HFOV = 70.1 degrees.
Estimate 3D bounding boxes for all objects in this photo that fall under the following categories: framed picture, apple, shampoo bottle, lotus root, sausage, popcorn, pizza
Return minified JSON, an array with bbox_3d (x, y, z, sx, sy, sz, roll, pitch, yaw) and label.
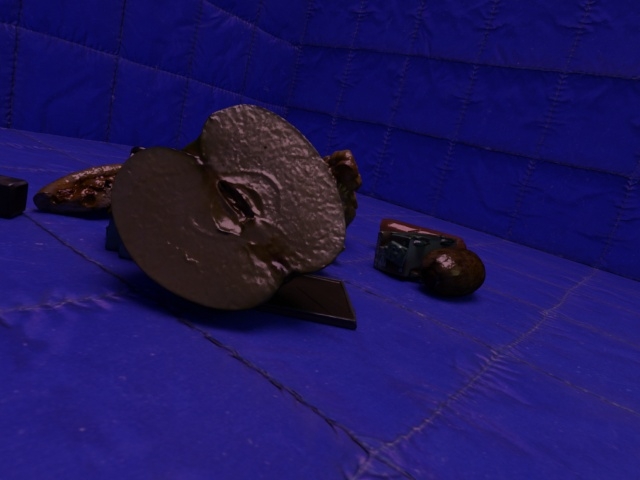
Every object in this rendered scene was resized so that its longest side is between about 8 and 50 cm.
[{"bbox_3d":[-0.028,0.109,0.965,0.189,0.023,0.260,12,12,-7],"label":"framed picture"},{"bbox_3d":[-0.156,-0.047,0.821,0.360,0.320,0.312,53,25,10],"label":"apple"},{"bbox_3d":[-0.785,-0.116,0.991,0.246,0.079,0.080,11,11,-12],"label":"shampoo bottle"},{"bbox_3d":[0.377,0.087,1.271,0.260,0.128,0.145,-3,38,-40],"label":"lotus root"},{"bbox_3d":[0.348,0.012,1.585,0.304,0.121,0.121,17,13,13],"label":"sausage"},{"bbox_3d":[0.010,-0.161,1.511,0.265,0.332,0.225,30,38,-2],"label":"popcorn"},{"bbox_3d":[-0.565,-0.147,1.211,0.182,0.074,0.365,21,30,32],"label":"pizza"}]

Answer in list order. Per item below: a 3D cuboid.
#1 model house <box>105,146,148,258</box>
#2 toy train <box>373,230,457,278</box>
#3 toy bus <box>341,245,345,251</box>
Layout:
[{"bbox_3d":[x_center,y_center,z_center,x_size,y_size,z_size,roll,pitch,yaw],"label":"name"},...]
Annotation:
[{"bbox_3d":[-0.318,-0.095,1.024,0.280,0.248,0.230,9,12,-22],"label":"model house"},{"bbox_3d":[0.300,0.041,1.400,0.159,0.129,0.326,17,12,42],"label":"toy train"},{"bbox_3d":[-0.034,-0.030,1.259,0.226,0.074,0.081,33,17,-22],"label":"toy bus"}]
